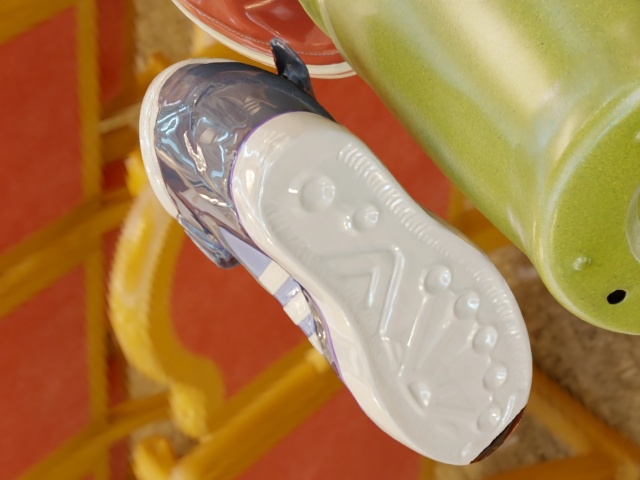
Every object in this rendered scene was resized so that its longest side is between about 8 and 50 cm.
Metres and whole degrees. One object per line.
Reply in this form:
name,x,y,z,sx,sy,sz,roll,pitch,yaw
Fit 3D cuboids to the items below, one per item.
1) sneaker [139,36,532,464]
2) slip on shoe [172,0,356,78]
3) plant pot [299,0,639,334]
sneaker,-0.001,0.000,1.231,0.323,0.130,0.236,51,171,-35
slip on shoe,-0.082,-0.242,1.333,0.331,0.123,0.101,41,167,2
plant pot,0.189,-0.139,1.116,0.353,0.366,0.366,-111,23,-43
